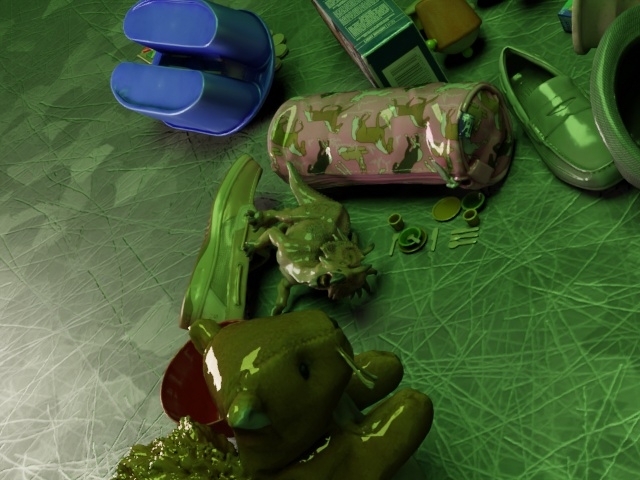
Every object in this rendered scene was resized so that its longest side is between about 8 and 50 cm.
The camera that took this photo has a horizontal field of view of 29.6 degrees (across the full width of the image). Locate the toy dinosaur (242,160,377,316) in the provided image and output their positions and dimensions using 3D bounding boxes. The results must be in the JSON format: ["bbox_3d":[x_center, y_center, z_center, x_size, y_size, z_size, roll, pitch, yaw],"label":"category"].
[{"bbox_3d":[0.000,0.000,1.831,0.200,0.127,0.295,-16,44,22],"label":"toy dinosaur"}]

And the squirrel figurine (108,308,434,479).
[{"bbox_3d":[-0.054,0.265,1.421,0.397,0.370,0.281,-32,40,4],"label":"squirrel figurine"}]

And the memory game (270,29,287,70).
[{"bbox_3d":[-0.146,-0.345,2.365,0.186,0.012,0.186,-20,42,19],"label":"memory game"}]

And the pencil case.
[{"bbox_3d":[0.103,-0.159,1.899,0.386,0.160,0.167,1,20,36],"label":"pencil case"}]

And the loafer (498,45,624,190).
[{"bbox_3d":[0.347,-0.184,1.782,0.112,0.111,0.319,-35,40,1],"label":"loafer"}]

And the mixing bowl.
[{"bbox_3d":[-0.127,0.214,1.736,0.181,0.098,0.181,-20,42,19],"label":"mixing bowl"}]

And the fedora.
[{"bbox_3d":[0.469,-0.171,1.629,0.244,0.124,0.275,-2,70,-6],"label":"fedora"}]

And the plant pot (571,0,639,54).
[{"bbox_3d":[0.543,-0.412,1.717,0.305,0.334,0.334,10,55,18],"label":"plant pot"}]

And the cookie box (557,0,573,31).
[{"bbox_3d":[0.453,-0.374,1.950,0.107,0.040,0.092,21,65,44],"label":"cookie box"}]

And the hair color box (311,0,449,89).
[{"bbox_3d":[0.088,-0.359,2.088,0.105,0.174,0.347,-34,39,4],"label":"hair color box"}]

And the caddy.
[{"bbox_3d":[-0.232,-0.327,2.266,0.341,0.179,0.241,15,93,43],"label":"caddy"}]

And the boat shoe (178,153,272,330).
[{"bbox_3d":[-0.134,0.011,1.946,0.110,0.121,0.341,15,56,-1],"label":"boat shoe"}]

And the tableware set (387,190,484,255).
[{"bbox_3d":[0.172,-0.030,1.824,0.154,0.024,0.104,-9,46,29],"label":"tableware set"}]

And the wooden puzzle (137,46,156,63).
[{"bbox_3d":[-0.349,-0.408,2.567,0.078,0.014,0.116,-48,41,-14],"label":"wooden puzzle"}]

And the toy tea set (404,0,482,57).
[{"bbox_3d":[0.302,-0.423,2.079,0.336,0.124,0.200,-31,10,10],"label":"toy tea set"}]
